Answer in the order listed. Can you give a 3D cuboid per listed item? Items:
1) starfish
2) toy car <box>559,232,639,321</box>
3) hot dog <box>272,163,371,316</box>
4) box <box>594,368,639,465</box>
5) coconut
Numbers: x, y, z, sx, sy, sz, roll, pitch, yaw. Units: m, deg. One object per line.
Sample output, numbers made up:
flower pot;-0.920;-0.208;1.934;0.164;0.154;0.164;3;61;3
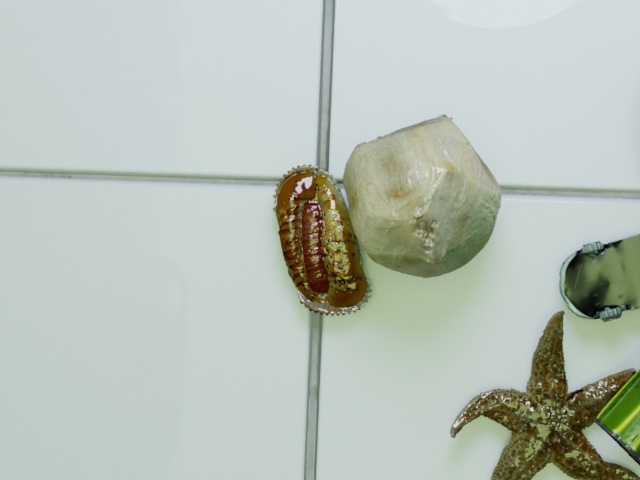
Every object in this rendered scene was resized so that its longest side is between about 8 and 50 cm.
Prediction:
starfish;0.279;0.222;1.637;0.235;0.062;0.277;16;94;5
toy car;0.384;0.034;1.626;0.205;0.056;0.095;-15;88;4
hot dog;0.000;0.000;1.673;0.099;0.053;0.192;-15;90;3
box;0.480;0.127;1.572;0.345;0.097;0.134;-46;109;-1
coconut;0.117;-0.045;1.591;0.194;0.194;0.194;0;90;7
